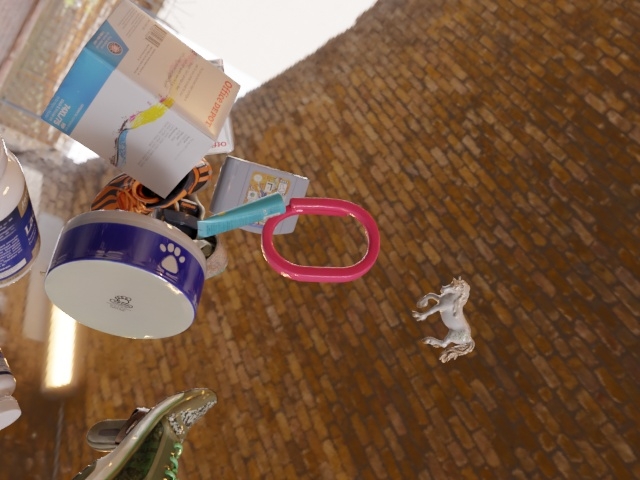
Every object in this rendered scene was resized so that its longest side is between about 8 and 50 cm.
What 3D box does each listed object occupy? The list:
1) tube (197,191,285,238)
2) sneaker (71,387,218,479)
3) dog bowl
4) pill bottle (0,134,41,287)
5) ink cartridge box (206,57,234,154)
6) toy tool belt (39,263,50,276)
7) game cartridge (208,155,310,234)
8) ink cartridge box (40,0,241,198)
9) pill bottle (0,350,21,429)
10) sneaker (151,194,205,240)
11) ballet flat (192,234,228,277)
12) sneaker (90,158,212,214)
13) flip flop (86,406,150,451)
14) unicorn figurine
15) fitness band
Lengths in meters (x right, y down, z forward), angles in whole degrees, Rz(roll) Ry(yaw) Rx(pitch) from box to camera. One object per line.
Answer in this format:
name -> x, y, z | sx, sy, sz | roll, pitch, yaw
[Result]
tube -> -0.183, -0.055, 1.670 | 0.052, 0.207, 0.080 | 60, -20, 29
sneaker -> -0.348, 0.485, 1.521 | 0.410, 0.182, 0.158 | -42, 163, -26
dog bowl -> -0.338, 0.067, 1.279 | 0.265, 0.265, 0.104 | -30, -139, 40
pill bottle -> -0.483, -0.050, 1.008 | 0.264, 0.153, 0.153 | 112, -17, -59
ink cartridge box -> -0.269, -0.289, 1.590 | 0.082, 0.140, 0.190 | -100, -175, -61
toy tool belt -> -0.547, 0.082, 1.528 | 0.051, 0.083, 0.052 | -20, -131, 4
game cartridge -> -0.176, -0.121, 2.140 | 0.062, 0.297, 0.198 | 20, -84, 49
ink cartridge box -> -0.326, -0.260, 1.358 | 0.197, 0.270, 0.198 | -40, -156, 37
pill bottle -> -0.628, 0.255, 1.334 | 0.112, 0.112, 0.186 | -44, -111, 28
sneaker -> -0.385, -0.032, 1.948 | 0.127, 0.126, 0.321 | -31, -125, 35
ballet flat -> -0.343, 0.072, 1.628 | 0.108, 0.316, 0.106 | 30, -43, 31
sneaker -> -0.417, -0.112, 1.661 | 0.321, 0.124, 0.180 | -24, -175, 15
flip flop -> -0.444, 0.441, 1.735 | 0.277, 0.080, 0.112 | -8, -154, 22
unicorn figurine -> 0.211, 0.123, 1.215 | 0.111, 0.161, 0.060 | -18, -156, 31
fitness band -> 0.000, 0.000, 1.779 | 0.054, 0.291, 0.208 | 114, -24, -67
